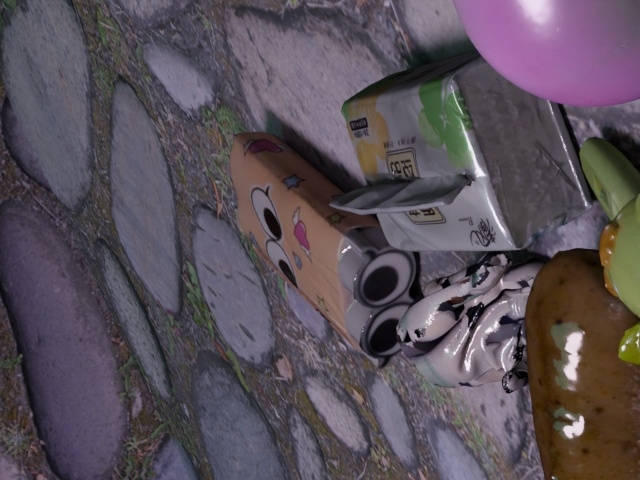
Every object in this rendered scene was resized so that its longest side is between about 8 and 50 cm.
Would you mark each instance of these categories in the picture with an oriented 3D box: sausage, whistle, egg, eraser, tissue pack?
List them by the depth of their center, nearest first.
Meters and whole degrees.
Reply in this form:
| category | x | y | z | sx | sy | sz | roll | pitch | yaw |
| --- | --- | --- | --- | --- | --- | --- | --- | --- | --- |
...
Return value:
| category | x | y | z | sx | sy | sz | roll | pitch | yaw |
| --- | --- | --- | --- | --- | --- | --- | --- | --- | --- |
| egg | 0.160 | -0.216 | 0.935 | 0.196 | 0.196 | 0.271 | 12 | 131 | 64 |
| whistle | 0.250 | 0.032 | 1.089 | 0.294 | 0.141 | 0.141 | 44 | 151 | 45 |
| sausage | 0.266 | 0.238 | 1.275 | 0.136 | 0.123 | 0.501 | -10 | 107 | 23 |
| tissue pack | 0.100 | -0.067 | 1.311 | 0.229 | 0.145 | 0.159 | -2 | 111 | 67 |
| eraser | 0.000 | 0.000 | 1.704 | 0.290 | 0.087 | 0.171 | 42 | 151 | 46 |

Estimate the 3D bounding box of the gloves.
| category | x | y | z | sx | sy | sz | roll | pitch | yaw |
| --- | --- | --- | --- | --- | --- | --- | --- | --- | --- |
| gloves | 0.166 | 0.072 | 1.386 | 0.212 | 0.111 | 0.128 | -23 | 87 | 41 |
